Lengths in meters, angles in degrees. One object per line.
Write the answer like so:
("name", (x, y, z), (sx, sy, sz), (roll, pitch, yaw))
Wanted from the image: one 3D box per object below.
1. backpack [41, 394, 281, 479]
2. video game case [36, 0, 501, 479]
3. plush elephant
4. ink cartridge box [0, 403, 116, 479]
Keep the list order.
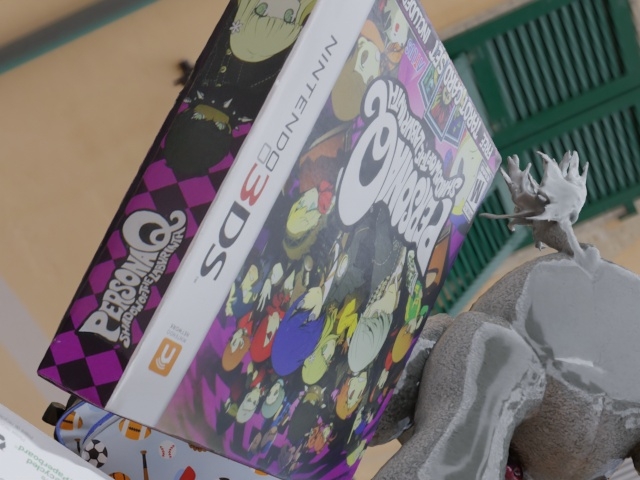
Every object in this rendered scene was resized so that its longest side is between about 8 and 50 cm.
("backpack", (-0.110, 0.224, 1.078), (0.263, 0.276, 0.213), (57, 1, -12))
("video game case", (0.000, 0.000, 0.476), (0.042, 0.210, 0.232), (21, -12, 28))
("plush elephant", (0.126, 0.132, 0.753), (0.255, 0.272, 0.330), (117, -21, -51))
("ink cartridge box", (-0.215, 0.195, 0.438), (0.176, 0.069, 0.371), (38, 26, -13))
